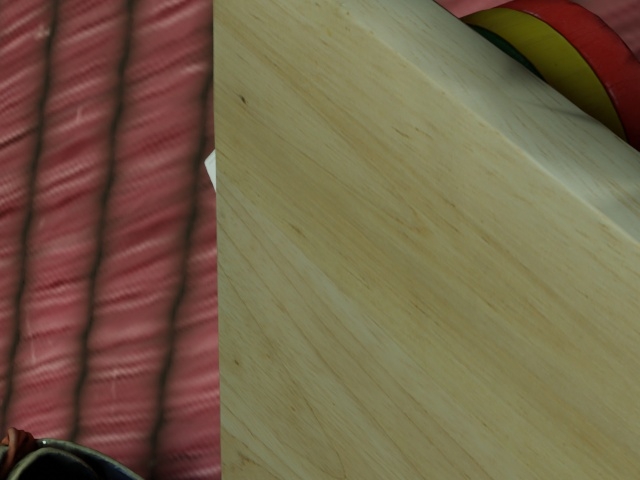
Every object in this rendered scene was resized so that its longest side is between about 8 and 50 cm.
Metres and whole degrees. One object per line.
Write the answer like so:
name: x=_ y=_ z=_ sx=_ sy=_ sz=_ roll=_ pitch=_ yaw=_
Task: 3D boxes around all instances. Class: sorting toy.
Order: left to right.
sorting toy: x=0.076 y=0.064 z=0.457 sx=0.257 sy=0.089 sz=0.255 roll=44 pitch=145 yaw=39

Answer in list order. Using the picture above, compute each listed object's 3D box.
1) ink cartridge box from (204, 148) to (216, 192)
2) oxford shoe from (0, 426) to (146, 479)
ink cartridge box: x=0.000 y=0.000 z=0.641 sx=0.063 sy=0.029 sz=0.115 roll=-42 pitch=62 yaw=40
oxford shoe: x=-0.131 y=0.128 z=0.714 sx=0.348 sy=0.123 sz=0.130 roll=17 pitch=116 yaw=37
